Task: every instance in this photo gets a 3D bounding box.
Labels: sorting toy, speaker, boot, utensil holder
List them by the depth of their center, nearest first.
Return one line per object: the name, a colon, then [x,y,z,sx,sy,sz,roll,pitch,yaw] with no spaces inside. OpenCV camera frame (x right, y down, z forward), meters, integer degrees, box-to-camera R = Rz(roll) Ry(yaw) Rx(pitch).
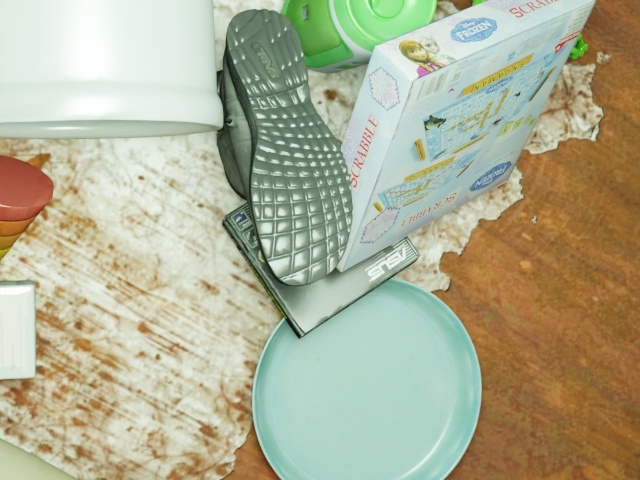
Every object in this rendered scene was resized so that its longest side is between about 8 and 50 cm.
utensil holder: [-0.276,-0.313,1.353,0.328,0.327,0.385,-2,92,-15]
sorting toy: [-0.508,-0.045,1.434,0.366,0.127,0.126,10,120,-13]
boot: [-0.057,-0.086,1.449,0.118,0.222,0.338,-4,73,-15]
speaker: [0.037,-0.272,1.453,0.131,0.296,0.131,-1,93,-15]

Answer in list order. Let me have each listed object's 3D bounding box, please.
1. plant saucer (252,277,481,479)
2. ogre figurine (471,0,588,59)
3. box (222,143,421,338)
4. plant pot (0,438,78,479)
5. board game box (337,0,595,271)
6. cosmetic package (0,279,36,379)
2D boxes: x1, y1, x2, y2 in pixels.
plant saucer: [0.060,0.204,1.619,0.318,0.044,0.317,-1,92,-16]
ogre figurine: [0.272,-0.297,1.625,0.197,0.097,0.118,-1,105,-4]
box: [0.000,0.000,1.565,0.191,0.045,0.184,-32,81,-11]
plant pot: [-0.418,0.324,1.405,0.274,0.256,0.256,17,88,-32]
board game box: [0.155,-0.142,1.454,0.319,0.318,0.066,-27,61,-35]
cosmetic package: [-0.458,0.109,1.449,0.231,0.085,0.117,0,93,-14]
